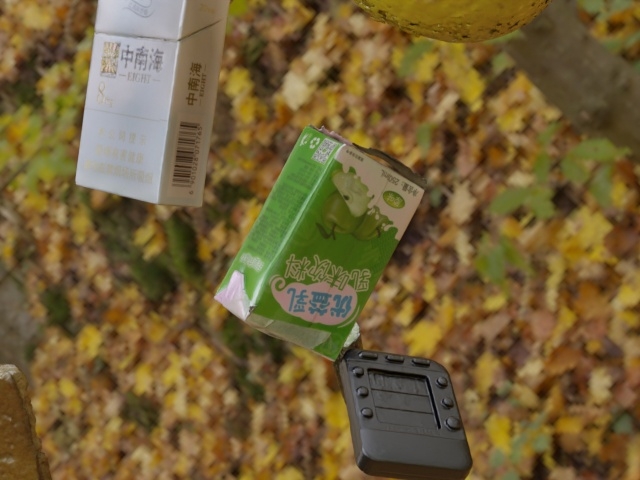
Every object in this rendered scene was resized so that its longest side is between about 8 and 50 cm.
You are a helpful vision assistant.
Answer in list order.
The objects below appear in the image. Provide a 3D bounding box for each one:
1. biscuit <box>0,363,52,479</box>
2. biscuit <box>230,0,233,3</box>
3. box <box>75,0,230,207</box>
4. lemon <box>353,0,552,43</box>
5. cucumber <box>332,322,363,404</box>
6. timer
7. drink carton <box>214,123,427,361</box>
[{"bbox_3d":[-0.258,0.201,1.026,0.131,0.236,0.026,-4,21,13],"label":"biscuit"},{"bbox_3d":[-0.061,-0.381,1.632,0.379,0.094,0.054,-32,-16,35],"label":"biscuit"},{"bbox_3d":[-0.182,-0.166,1.473,0.155,0.067,0.242,12,97,42],"label":"box"},{"bbox_3d":[0.107,-0.318,1.250,0.258,0.310,0.258,-51,-11,-15],"label":"lemon"},{"bbox_3d":[0.049,0.210,2.113,0.052,0.214,0.058,-11,42,1],"label":"cucumber"},{"bbox_3d":[0.101,0.217,1.681,0.187,0.144,0.055,-100,25,-48],"label":"timer"},{"bbox_3d":[0.000,0.000,1.754,0.108,0.161,0.271,28,90,57],"label":"drink carton"}]
